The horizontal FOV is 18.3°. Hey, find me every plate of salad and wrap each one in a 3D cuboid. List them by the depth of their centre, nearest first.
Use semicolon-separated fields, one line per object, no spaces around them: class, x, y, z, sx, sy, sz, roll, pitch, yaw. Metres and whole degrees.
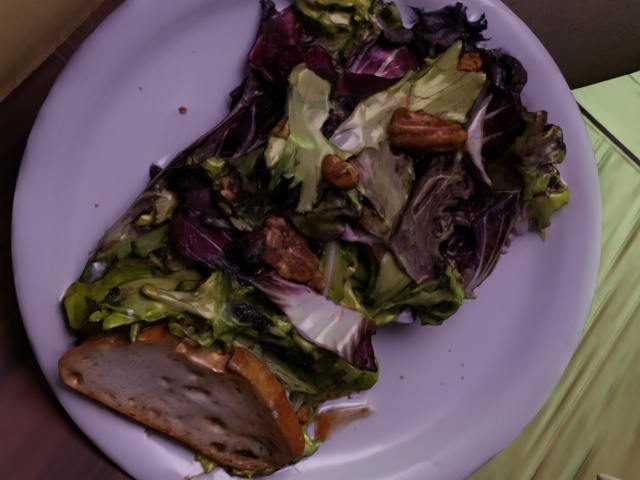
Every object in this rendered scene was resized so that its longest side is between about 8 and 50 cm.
plate of salad;0.000;0.000;0.647;0.200;0.048;0.200;-1;97;-10

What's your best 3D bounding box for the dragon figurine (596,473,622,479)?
dragon figurine;0.233;0.088;0.773;0.289;0.144;0.085;-20;77;-17

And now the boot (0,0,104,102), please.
boot;-0.183;-0.103;0.575;0.236;0.089;0.269;41;74;-20

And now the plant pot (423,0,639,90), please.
plant pot;0.076;-0.164;0.734;0.284;0.284;0.191;39;88;-7
